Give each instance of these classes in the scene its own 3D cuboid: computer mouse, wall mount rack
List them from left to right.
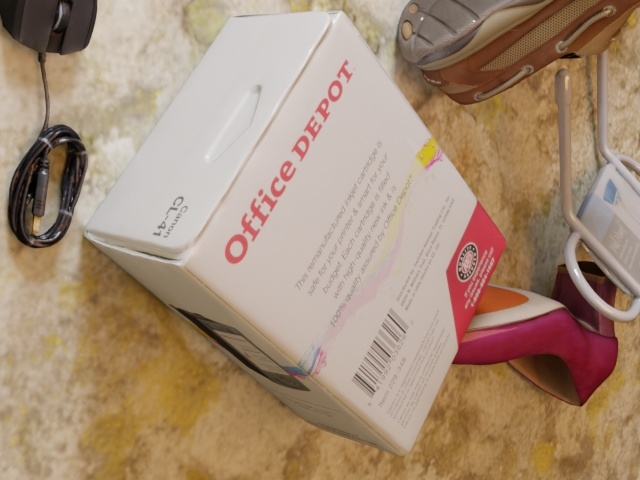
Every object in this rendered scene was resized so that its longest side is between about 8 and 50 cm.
[{"bbox_3d":[-0.177,-0.114,0.645,0.071,0.041,0.242,-8,103,-46],"label":"computer mouse"},{"bbox_3d":[0.351,-0.075,1.110,0.304,0.130,0.350,48,37,-3],"label":"wall mount rack"}]

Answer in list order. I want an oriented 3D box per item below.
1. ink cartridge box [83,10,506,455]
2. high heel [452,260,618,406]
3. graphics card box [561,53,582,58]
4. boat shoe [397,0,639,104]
[{"bbox_3d":[0.000,0.000,0.786,0.306,0.131,0.226,47,64,-39],"label":"ink cartridge box"},{"bbox_3d":[0.210,0.133,1.044,0.377,0.127,0.181,-6,108,-42],"label":"high heel"},{"bbox_3d":[0.284,-0.395,1.042,0.371,0.094,0.233,-51,129,-26],"label":"graphics card box"},{"bbox_3d":[0.231,-0.232,0.892,0.116,0.324,0.123,48,26,-39],"label":"boat shoe"}]
